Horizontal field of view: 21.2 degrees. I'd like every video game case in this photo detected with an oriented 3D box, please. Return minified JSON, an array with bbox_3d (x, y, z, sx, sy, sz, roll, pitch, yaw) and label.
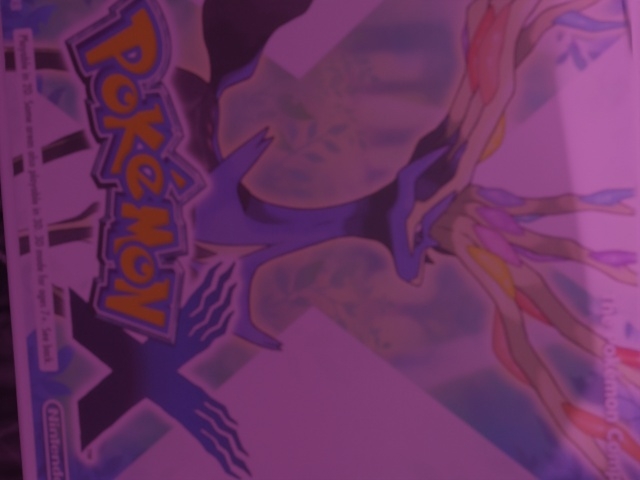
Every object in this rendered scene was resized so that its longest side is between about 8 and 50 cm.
[{"bbox_3d":[0.000,0.000,0.723,0.300,0.036,0.329,-1,95,22],"label":"video game case"}]
